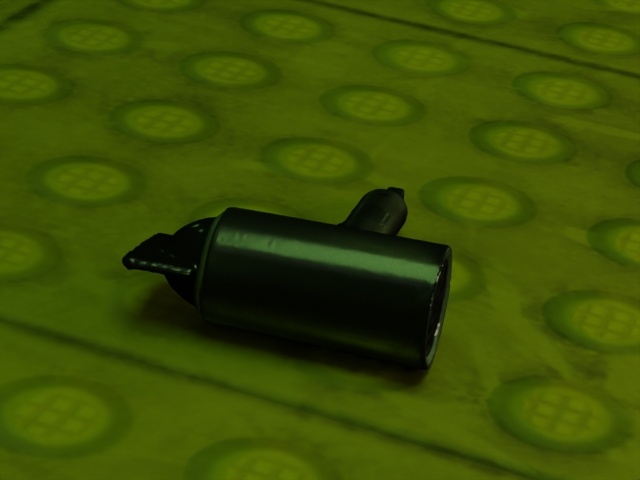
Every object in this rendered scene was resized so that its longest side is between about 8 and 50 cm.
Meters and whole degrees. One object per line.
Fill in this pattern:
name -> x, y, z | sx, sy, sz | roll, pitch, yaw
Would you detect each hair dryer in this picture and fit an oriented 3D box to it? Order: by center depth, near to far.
hair dryer -> 0.000, 0.000, 1.182 | 0.195, 0.078, 0.248 | 12, 18, 11
